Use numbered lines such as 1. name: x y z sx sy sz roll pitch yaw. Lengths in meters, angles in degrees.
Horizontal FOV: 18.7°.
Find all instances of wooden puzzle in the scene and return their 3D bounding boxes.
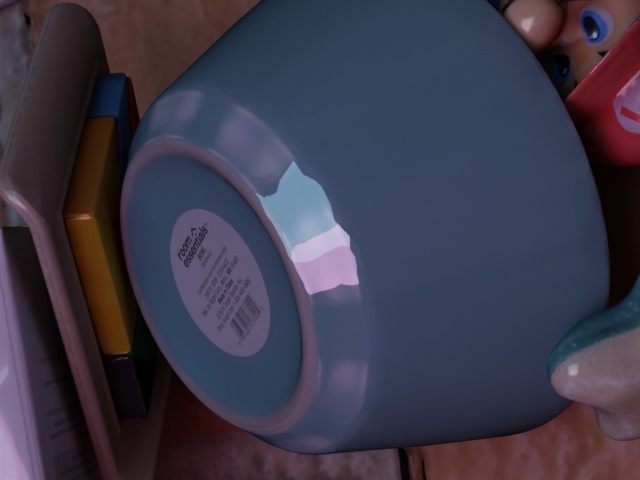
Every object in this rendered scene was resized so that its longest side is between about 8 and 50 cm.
1. wooden puzzle: -0.129 0.002 1.201 0.044 0.221 0.239 -9 126 10

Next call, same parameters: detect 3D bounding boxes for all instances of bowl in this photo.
1. bowl: 0.000 0.000 1.123 0.311 0.163 0.311 31 133 40

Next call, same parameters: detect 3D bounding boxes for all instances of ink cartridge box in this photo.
1. ink cartridge box: -0.200 0.134 1.221 0.130 0.309 0.272 -10 88 5

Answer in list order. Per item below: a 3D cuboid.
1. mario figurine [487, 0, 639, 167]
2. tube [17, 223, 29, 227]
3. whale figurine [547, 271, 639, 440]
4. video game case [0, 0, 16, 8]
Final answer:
1. mario figurine: 0.104 -0.173 1.118 0.170 0.198 0.320 -29 64 -16
2. tube: -0.271 0.039 1.422 0.240 0.062 0.070 -9 130 22
3. whale figurine: 0.239 -0.003 1.042 0.272 0.216 0.141 -35 54 14
4. video game case: -0.318 -0.246 1.456 0.183 0.023 0.201 -18 82 30
